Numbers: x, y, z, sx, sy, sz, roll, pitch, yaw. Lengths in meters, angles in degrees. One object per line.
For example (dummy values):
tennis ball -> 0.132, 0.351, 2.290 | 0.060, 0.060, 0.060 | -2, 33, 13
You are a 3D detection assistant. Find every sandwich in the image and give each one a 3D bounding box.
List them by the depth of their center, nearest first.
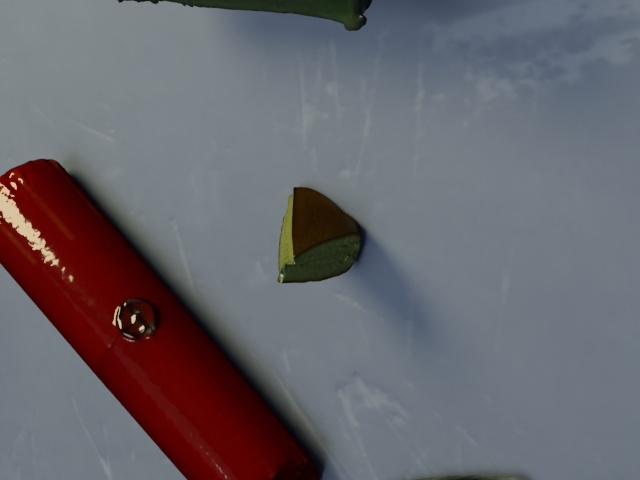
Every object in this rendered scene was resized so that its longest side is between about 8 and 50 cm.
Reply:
sandwich -> 0.000, 0.000, 0.994 | 0.083, 0.044, 0.031 | -91, 15, -59

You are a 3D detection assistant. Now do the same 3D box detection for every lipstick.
lipstick -> -0.111, 0.060, 1.116 | 0.280, 0.073, 0.073 | 46, 134, 25

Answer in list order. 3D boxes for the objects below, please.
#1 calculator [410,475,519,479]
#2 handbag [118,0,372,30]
calculator -> 0.049, 0.228, 1.034 | 0.268, 0.040, 0.177 | -34, 77, 54
handbag -> -0.084, -0.227, 0.886 | 0.247, 0.079, 0.260 | 13, 143, 46
